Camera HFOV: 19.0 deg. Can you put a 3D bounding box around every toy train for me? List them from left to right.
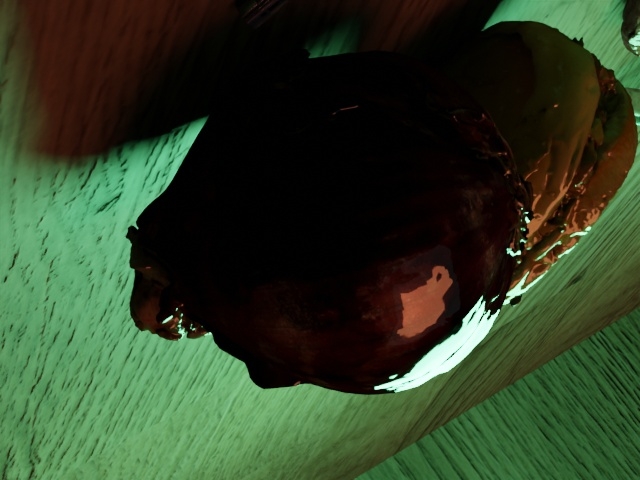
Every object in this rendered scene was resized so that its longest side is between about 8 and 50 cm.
[{"bbox_3d":[-0.012,-0.154,1.091,0.083,0.017,0.017,-38,158,13],"label":"toy train"}]

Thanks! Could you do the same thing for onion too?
[{"bbox_3d":[0.020,-0.004,1.178,0.281,0.221,0.281,-14,-164,4],"label":"onion"}]

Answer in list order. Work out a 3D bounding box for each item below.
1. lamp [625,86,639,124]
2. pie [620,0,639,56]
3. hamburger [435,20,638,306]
[{"bbox_3d":[0.380,-0.060,1.798,0.247,0.301,0.247,7,177,-7],"label":"lamp"},{"bbox_3d":[0.322,-0.216,1.577,0.182,0.049,0.182,-34,167,-9],"label":"pie"},{"bbox_3d":[0.130,-0.059,1.380,0.108,0.214,0.214,34,118,-30],"label":"hamburger"}]
